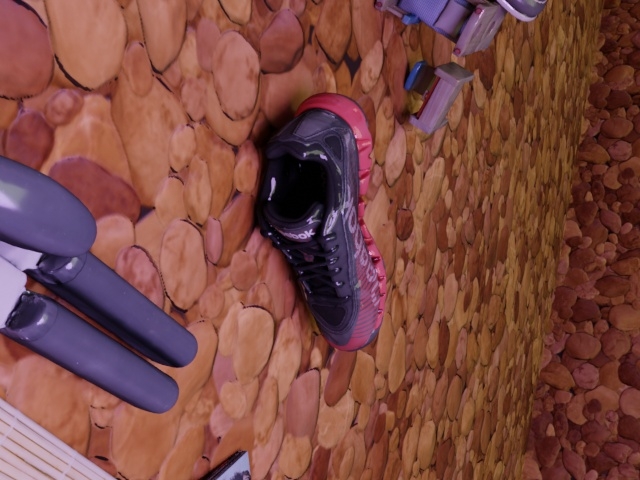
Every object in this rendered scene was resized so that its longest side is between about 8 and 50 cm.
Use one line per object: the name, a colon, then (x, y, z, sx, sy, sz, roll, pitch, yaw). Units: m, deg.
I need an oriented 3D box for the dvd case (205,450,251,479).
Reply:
dvd case: (-0.092, 0.256, 0.646, 0.119, 0.013, 0.087, -18, 103, -67)

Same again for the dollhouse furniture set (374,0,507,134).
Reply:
dollhouse furniture set: (0.133, -0.250, 0.925, 0.129, 0.129, 0.184, -33, 154, -56)

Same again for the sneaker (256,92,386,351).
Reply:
sneaker: (0.000, 0.000, 0.707, 0.135, 0.097, 0.276, -39, 127, -54)

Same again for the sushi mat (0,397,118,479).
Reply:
sushi mat: (-0.177, 0.244, 0.503, 0.151, 0.019, 0.316, -67, 148, -31)

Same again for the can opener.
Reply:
can opener: (-0.147, 0.038, 0.434, 0.283, 0.095, 0.076, 54, 49, -52)

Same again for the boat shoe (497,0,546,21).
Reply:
boat shoe: (0.207, -0.435, 0.865, 0.112, 0.095, 0.335, -18, 82, -40)
